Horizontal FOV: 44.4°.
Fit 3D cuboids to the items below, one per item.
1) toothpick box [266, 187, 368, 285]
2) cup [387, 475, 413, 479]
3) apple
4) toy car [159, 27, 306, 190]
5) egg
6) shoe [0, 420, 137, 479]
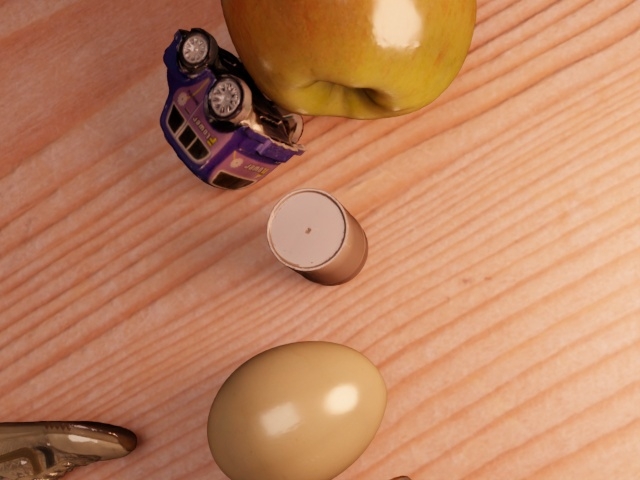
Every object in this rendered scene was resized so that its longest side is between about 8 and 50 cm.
[{"bbox_3d":[0.000,0.000,1.058,0.111,0.180,0.111,-2,81,11],"label":"toothpick box"},{"bbox_3d":[0.115,0.379,0.977,0.199,0.199,0.150,-37,57,3],"label":"cup"},{"bbox_3d":[0.034,-0.311,1.040,0.338,0.338,0.305,-8,86,10],"label":"apple"},{"bbox_3d":[-0.148,-0.187,1.139,0.158,0.172,0.235,-41,69,17],"label":"toy car"},{"bbox_3d":[-0.030,0.226,1.018,0.241,0.186,0.186,-28,75,-3],"label":"egg"},{"bbox_3d":[-0.394,0.307,1.126,0.274,0.103,0.098,-6,79,17],"label":"shoe"}]
